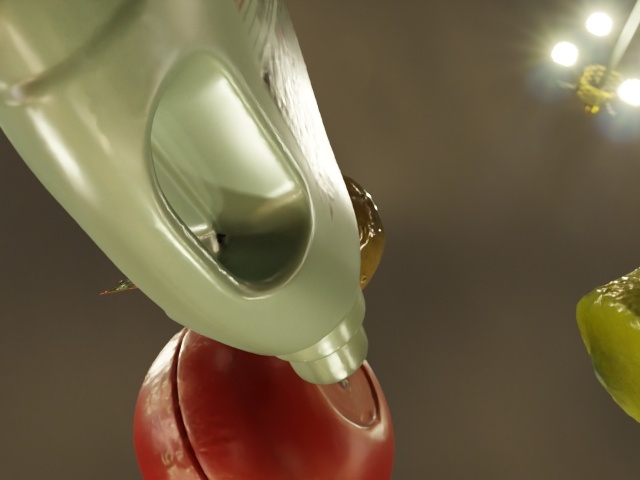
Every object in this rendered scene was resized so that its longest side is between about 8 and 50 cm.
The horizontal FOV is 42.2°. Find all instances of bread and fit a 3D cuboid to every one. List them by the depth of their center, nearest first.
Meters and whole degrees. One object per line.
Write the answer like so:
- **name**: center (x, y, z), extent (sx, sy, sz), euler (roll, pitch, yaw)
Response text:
- **bread**: center (0.277, 0.079, 0.649), extent (0.114, 0.111, 0.129), euler (-29, -86, -10)

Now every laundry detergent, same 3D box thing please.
- **laundry detergent**: center (-0.059, -0.038, 0.523), extent (0.124, 0.398, 0.264), euler (-12, -140, 15)

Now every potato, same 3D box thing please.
- **potato**: center (0.000, 0.000, 0.866), extent (0.137, 0.137, 0.176), euler (14, -135, 2)

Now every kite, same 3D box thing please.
- **kite**: center (-0.322, 0.055, 1.616), extent (0.232, 0.189, 0.009), euler (-35, -108, -15)

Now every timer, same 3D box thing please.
- **timer**: center (-0.066, 0.262, 1.172), extent (0.378, 0.279, 0.378), euler (39, -151, -27)
